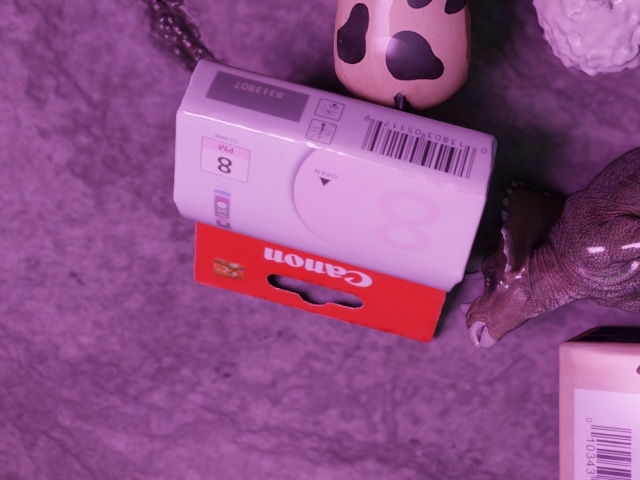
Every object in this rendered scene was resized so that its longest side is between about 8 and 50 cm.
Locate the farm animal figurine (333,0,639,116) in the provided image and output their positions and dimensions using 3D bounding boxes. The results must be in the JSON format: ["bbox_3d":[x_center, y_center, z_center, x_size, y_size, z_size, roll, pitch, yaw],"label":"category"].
[{"bbox_3d":[0.023,-0.217,0.755,0.330,0.172,0.326,-15,107,10],"label":"farm animal figurine"}]

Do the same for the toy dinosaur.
[{"bbox_3d":[0.234,-0.016,0.829,0.313,0.160,0.121,-28,141,-1],"label":"toy dinosaur"}]

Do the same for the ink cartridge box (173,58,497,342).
[{"bbox_3d":[0.000,0.000,0.828,0.189,0.066,0.232,15,138,4],"label":"ink cartridge box"}]

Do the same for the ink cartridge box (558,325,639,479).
[{"bbox_3d":[0.264,0.182,0.858,0.193,0.088,0.234,1,94,30],"label":"ink cartridge box"}]
